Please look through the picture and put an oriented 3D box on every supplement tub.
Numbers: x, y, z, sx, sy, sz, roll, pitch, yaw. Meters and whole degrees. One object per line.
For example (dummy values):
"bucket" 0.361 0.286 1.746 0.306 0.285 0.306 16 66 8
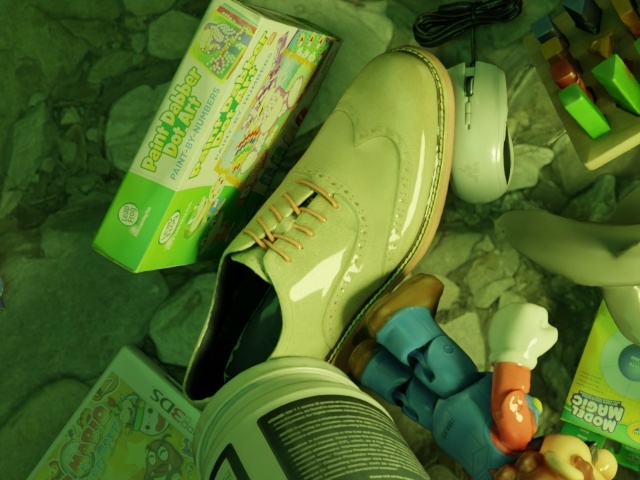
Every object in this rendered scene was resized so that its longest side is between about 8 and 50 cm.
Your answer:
"supplement tub" 0.007 0.243 1.406 0.191 0.191 0.272 -52 35 13

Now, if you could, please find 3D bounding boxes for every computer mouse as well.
"computer mouse" 0.143 -0.131 1.519 0.106 0.042 0.193 -5 90 17

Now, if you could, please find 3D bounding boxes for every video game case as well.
"video game case" -0.184 0.255 1.646 0.206 0.026 0.227 39 103 13

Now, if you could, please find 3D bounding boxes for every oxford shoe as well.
"oxford shoe" 0.000 0.000 1.503 0.140 0.146 0.397 28 99 34

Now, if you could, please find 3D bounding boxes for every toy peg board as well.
"toy peg board" 0.262 -0.176 1.425 0.161 0.079 0.160 -31 53 16

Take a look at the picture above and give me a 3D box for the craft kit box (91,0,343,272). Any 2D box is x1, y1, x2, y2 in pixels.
"craft kit box" -0.088 -0.096 1.490 0.061 0.246 0.250 31 101 16

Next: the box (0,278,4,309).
"box" -0.392 0.052 1.709 0.136 0.028 0.081 -21 85 15

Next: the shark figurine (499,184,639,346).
"shark figurine" 0.309 -0.019 1.405 0.278 0.116 0.166 -28 74 9

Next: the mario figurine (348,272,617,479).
"mario figurine" 0.180 0.173 1.468 0.170 0.198 0.320 -42 66 -3

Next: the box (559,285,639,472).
"box" 0.288 0.118 1.480 0.105 0.043 0.179 20 99 18
